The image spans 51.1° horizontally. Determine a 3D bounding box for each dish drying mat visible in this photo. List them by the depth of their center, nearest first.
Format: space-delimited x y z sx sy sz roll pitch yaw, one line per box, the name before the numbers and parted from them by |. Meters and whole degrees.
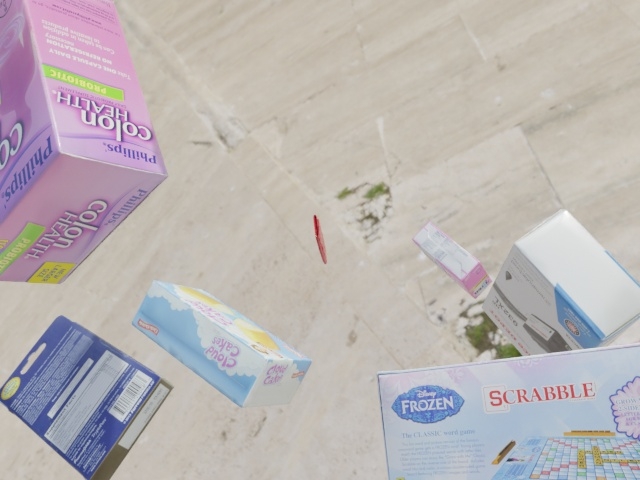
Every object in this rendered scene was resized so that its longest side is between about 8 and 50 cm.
dish drying mat | 0.000 0.000 0.840 0.008 0.083 0.032 -7 64 3

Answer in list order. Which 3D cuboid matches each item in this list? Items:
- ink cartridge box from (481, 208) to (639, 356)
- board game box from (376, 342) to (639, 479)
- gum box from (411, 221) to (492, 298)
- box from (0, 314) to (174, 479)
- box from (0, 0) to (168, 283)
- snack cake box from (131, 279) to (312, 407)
ink cartridge box | 0.448 0.121 1.266 0.129 0.307 0.223 -32 67 -14
board game box | 0.228 0.277 0.681 0.318 0.066 0.318 -12 75 26
gum box | 0.308 0.043 1.588 0.062 0.107 0.188 -45 50 1
box | -0.296 0.187 0.827 0.225 0.036 0.136 21 68 36
box | -0.293 -0.113 0.696 0.213 0.117 0.243 -37 63 30
snack cake box | -0.165 0.170 1.116 0.264 0.152 0.089 29 92 28
